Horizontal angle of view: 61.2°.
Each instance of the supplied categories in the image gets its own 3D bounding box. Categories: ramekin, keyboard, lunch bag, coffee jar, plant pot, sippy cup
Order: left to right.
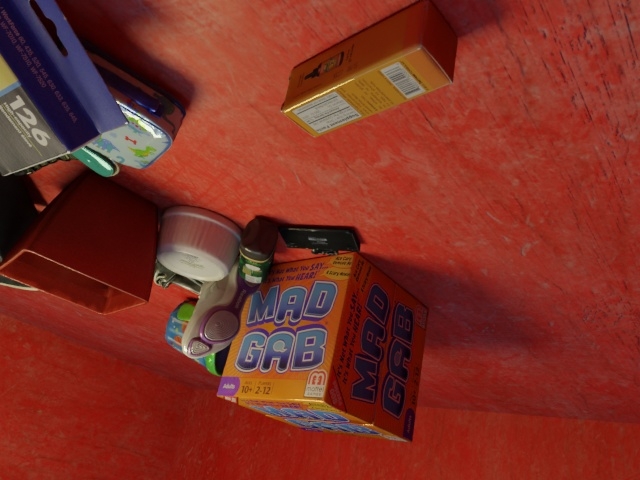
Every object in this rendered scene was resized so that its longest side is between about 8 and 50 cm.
[{"bbox_3d":[-0.522,0.002,1.235,0.267,0.236,0.267,32,149,-32],"label":"plant pot"},{"bbox_3d":[-0.342,-0.215,0.879,0.219,0.090,0.176,29,150,-27],"label":"lunch bag"},{"bbox_3d":[-0.296,0.015,1.298,0.207,0.109,0.207,11,154,6],"label":"ramekin"},{"bbox_3d":[-0.389,0.311,1.831,0.224,0.240,0.305,16,117,19],"label":"sippy cup"},{"bbox_3d":[-0.146,0.025,1.259,0.079,0.096,0.184,19,153,-1],"label":"coffee jar"},{"bbox_3d":[0.000,0.000,1.225,0.180,0.023,0.108,4,146,21],"label":"keyboard"}]

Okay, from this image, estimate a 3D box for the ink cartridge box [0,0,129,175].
[{"bbox_3d":[-0.458,-0.252,0.760,0.307,0.072,0.304,-6,122,39],"label":"ink cartridge box"}]

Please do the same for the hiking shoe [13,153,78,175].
[{"bbox_3d":[-0.542,-0.166,1.046,0.226,0.114,0.086,10,154,8],"label":"hiking shoe"}]

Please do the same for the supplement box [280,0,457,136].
[{"bbox_3d":[0.056,-0.214,0.706,0.233,0.078,0.080,-10,149,41],"label":"supplement box"}]

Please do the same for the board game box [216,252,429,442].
[{"bbox_3d":[0.021,0.285,1.400,0.356,0.357,0.356,-11,145,40],"label":"board game box"}]

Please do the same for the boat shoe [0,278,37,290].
[{"bbox_3d":[-0.813,0.026,1.432,0.500,0.187,0.156,-1,153,8],"label":"boat shoe"}]

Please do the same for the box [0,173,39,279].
[{"bbox_3d":[-0.843,-0.085,1.233,0.296,0.183,0.294,12,144,-1],"label":"box"}]

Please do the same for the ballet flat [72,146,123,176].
[{"bbox_3d":[-0.458,-0.209,0.962,0.086,0.086,0.248,-13,139,43],"label":"ballet flat"}]

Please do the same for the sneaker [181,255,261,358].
[{"bbox_3d":[-0.256,0.164,1.365,0.152,0.305,0.114,-5,133,45],"label":"sneaker"}]

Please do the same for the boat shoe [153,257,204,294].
[{"bbox_3d":[-0.396,0.071,1.444,0.335,0.119,0.121,20,153,-12],"label":"boat shoe"}]
